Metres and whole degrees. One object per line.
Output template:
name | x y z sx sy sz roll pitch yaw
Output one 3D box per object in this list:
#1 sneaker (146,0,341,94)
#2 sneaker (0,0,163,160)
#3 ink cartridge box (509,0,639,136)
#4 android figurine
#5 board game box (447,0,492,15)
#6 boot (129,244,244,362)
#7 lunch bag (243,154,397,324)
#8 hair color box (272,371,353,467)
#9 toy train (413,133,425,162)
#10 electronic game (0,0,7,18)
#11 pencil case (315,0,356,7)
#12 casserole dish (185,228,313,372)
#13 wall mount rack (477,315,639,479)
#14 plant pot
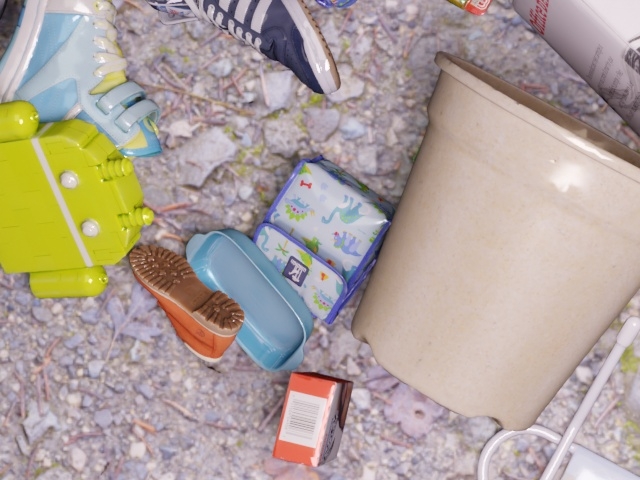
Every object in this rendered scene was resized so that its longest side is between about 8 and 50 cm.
sneaker | -0.100 -0.255 1.707 0.153 0.099 0.282 -31 76 -1
sneaker | -0.243 -0.205 1.713 0.208 0.127 0.319 27 99 10
ink cartridge box | 0.388 -0.192 1.548 0.166 0.285 0.395 -44 82 1
android figurine | -0.309 -0.045 1.677 0.272 0.056 0.248 -3 121 27
board game box | 0.104 -0.371 1.727 0.259 0.039 0.124 30 91 6
boot | -0.161 0.074 1.706 0.158 0.085 0.059 40 50 16
lunch bag | 0.000 0.000 1.684 0.129 0.096 0.151 37 107 11
hair color box | -0.006 0.192 1.628 0.053 0.167 0.093 13 87 7
toy train | 0.127 -0.122 1.708 0.017 0.024 0.083 25 89 8
electronic game | -0.470 -0.321 1.749 0.229 0.048 0.229 5 115 11
pencil case | 0.096 -0.372 1.651 0.306 0.119 0.133 -32 103 3
casserole dish | -0.076 0.063 1.688 0.188 0.037 0.114 48 137 8
wall mount rack | 0.352 0.265 1.598 0.350 0.130 0.304 28 87 8
plant pot | 0.195 0.015 1.565 0.333 0.334 0.305 30 102 8
